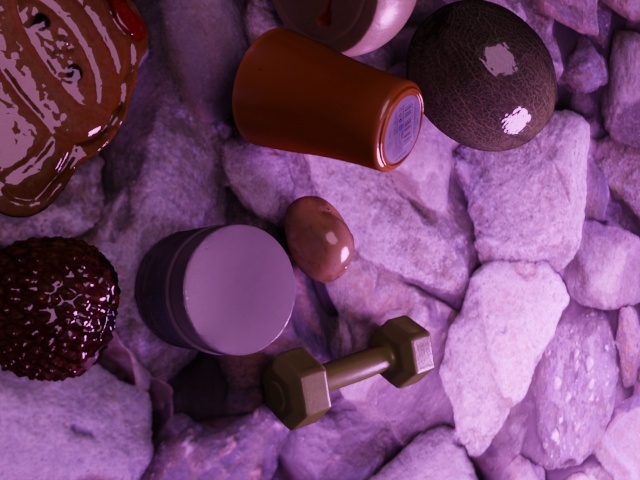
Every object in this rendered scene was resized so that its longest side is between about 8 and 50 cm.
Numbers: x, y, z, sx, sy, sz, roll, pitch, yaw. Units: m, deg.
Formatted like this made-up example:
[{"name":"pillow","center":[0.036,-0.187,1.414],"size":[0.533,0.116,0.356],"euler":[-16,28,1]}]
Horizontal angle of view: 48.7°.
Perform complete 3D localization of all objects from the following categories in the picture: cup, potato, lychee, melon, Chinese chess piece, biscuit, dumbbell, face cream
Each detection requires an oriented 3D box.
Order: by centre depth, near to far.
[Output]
[{"name":"lychee","center":[-0.329,0.078,0.842],"size":[0.188,0.188,0.188],"euler":[2,86,-36]},{"name":"biscuit","center":[-0.389,-0.224,0.881],"size":[0.381,0.074,0.358],"euler":[-37,111,-29]},{"name":"face cream","center":[-0.148,0.067,0.984],"size":[0.177,0.153,0.177],"euler":[2,87,-38]},{"name":"cup","center":[0.019,-0.197,1.057],"size":[0.226,0.264,0.182],"euler":[10,102,-60]},{"name":"Chinese chess piece","center":[0.027,-0.411,1.066],"size":[0.102,0.273,0.273],"euler":[-31,106,-34]},{"name":"potato","center":[-0.002,-0.002,1.124],"size":[0.112,0.112,0.147],"euler":[-35,101,-32]},{"name":"dumbbell","center":[0.051,0.209,1.148],"size":[0.302,0.121,0.108],"euler":[-11,122,-35]},{"name":"melon","center":[0.295,-0.290,1.275],"size":[0.302,0.238,0.237],"euler":[36,68,-32]}]
